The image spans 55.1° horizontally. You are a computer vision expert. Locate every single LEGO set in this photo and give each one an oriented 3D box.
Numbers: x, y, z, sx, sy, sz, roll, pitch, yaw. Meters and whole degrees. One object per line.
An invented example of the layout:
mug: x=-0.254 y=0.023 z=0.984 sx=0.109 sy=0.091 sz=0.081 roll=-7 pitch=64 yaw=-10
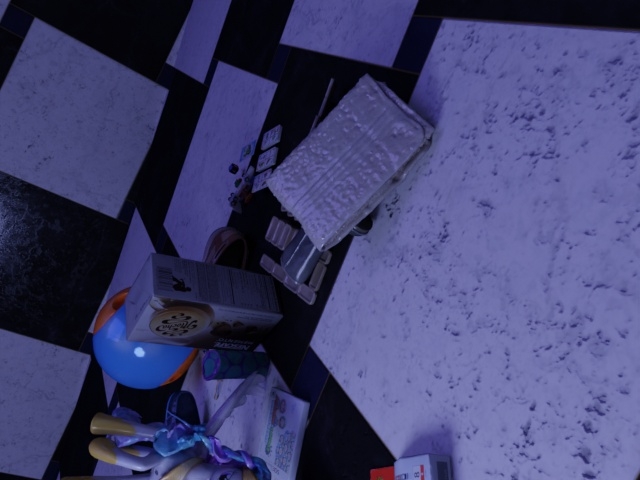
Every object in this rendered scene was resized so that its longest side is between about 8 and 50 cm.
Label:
LEGO set: x=-0.177 y=-0.184 z=1.645 sx=0.244 sy=0.060 sz=0.182 roll=-19 pitch=55 yaw=48

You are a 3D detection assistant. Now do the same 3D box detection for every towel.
towel: x=0.048 y=-0.138 z=1.063 sx=0.282 sy=0.049 sz=0.187 roll=-44 pitch=62 yaw=9

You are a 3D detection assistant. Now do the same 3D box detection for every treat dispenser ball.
treat dispenser ball: x=-0.475 y=0.262 z=1.688 sx=0.288 sy=0.288 sz=0.288 roll=-35 pitch=48 yaw=50

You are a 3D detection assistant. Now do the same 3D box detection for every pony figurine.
pony figurine: x=-0.248 y=0.408 z=1.150 sx=0.351 sy=0.363 sz=0.303 roll=-13 pitch=-70 yaw=-86

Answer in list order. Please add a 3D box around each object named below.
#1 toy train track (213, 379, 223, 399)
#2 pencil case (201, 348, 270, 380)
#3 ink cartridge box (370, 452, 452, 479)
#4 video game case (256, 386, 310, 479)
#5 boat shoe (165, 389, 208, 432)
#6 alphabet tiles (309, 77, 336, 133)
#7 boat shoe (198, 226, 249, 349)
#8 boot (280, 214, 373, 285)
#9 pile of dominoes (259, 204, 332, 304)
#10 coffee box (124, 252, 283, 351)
toy train track: x=-0.251 y=0.357 z=1.530 sx=0.048 sy=0.014 sz=0.083 roll=21 pitch=100 yaw=54
pencil case: x=-0.180 y=0.265 z=1.302 sx=0.070 sy=0.151 sz=0.064 roll=-23 pitch=65 yaw=37
ink cartridge box: x=0.112 y=0.379 z=0.847 sx=0.179 sy=0.045 sz=0.145 roll=-33 pitch=48 yaw=47
video game case: x=-0.075 y=0.379 z=1.201 sx=0.143 sy=0.019 sz=0.157 roll=-1 pitch=76 yaw=60
boat shoe: x=-0.312 y=0.494 z=1.505 sx=0.089 sy=0.109 sz=0.258 roll=-31 pitch=67 yaw=43
alphabet tiles: x=-0.013 y=-0.222 z=1.290 sx=0.198 sy=0.009 sz=0.237 roll=-66 pitch=-4 yaw=-80
boat shoe: x=-0.264 y=0.124 z=1.557 sx=0.116 sy=0.123 sz=0.324 roll=12 pitch=89 yaw=59
boot: x=0.002 y=0.002 z=1.170 sx=0.208 sy=0.076 sz=0.190 roll=-51 pitch=26 yaw=18
pile of dominoes: x=-0.036 y=0.004 z=1.318 sx=0.251 sy=0.040 sz=0.196 roll=32 pitch=103 yaw=52
coffee box: x=-0.253 y=0.144 z=1.338 sx=0.168 sy=0.297 sz=0.119 roll=-50 pitch=40 yaw=36
